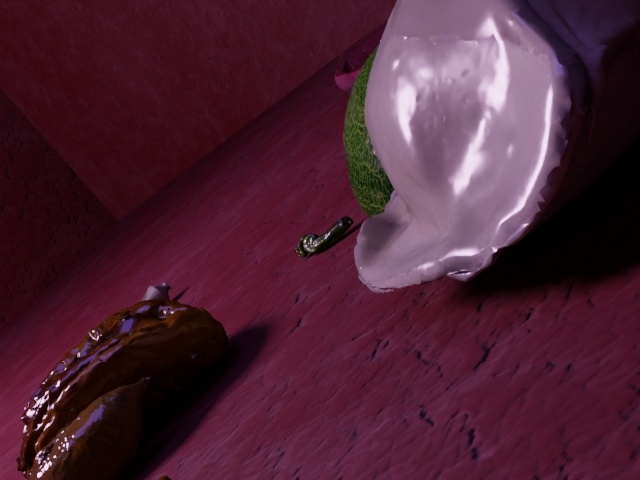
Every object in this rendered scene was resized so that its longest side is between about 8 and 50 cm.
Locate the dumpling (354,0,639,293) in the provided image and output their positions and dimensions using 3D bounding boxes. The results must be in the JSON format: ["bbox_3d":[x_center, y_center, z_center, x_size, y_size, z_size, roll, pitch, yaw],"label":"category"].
[{"bbox_3d":[0.109,-0.082,0.696,0.260,0.181,0.341,-57,32,29],"label":"dumpling"}]

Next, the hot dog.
[{"bbox_3d":[-0.192,0.136,0.965,0.227,0.099,0.160,-44,10,-8],"label":"hot dog"}]

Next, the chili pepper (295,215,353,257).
[{"bbox_3d":[0.000,0.000,1.061,0.083,0.022,0.027,-29,49,40],"label":"chili pepper"}]

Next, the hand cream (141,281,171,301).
[{"bbox_3d":[-0.261,0.122,1.420,0.165,0.037,0.057,-48,12,-11],"label":"hand cream"}]

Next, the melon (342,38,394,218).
[{"bbox_3d":[0.099,-0.124,0.952,0.265,0.129,0.169,-33,16,29],"label":"melon"}]

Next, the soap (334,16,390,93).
[{"bbox_3d":[0.155,-0.235,1.201,0.220,0.127,0.325,-41,10,-14],"label":"soap"}]

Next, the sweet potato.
[{"bbox_3d":[-0.215,0.204,0.868,0.226,0.068,0.068,-47,10,6],"label":"sweet potato"}]

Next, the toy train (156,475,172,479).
[{"bbox_3d":[-0.111,0.197,0.499,0.219,0.089,0.127,-41,1,-2],"label":"toy train"}]
